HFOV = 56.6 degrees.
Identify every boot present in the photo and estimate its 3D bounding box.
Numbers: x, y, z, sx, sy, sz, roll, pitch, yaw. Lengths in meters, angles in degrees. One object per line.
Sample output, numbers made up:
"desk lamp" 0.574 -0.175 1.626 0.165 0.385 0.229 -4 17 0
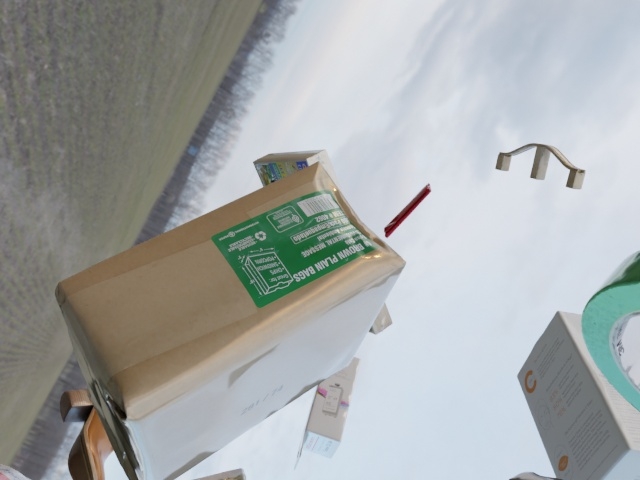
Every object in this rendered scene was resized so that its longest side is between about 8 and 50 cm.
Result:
"boot" -0.343 0.330 1.004 0.073 0.152 0.197 -49 -129 28

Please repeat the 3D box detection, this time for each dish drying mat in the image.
"dish drying mat" 0.110 -0.039 0.759 0.083 0.008 0.032 -49 -171 21

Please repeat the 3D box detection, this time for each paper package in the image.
"paper package" -0.103 0.108 0.690 0.324 0.168 0.309 -27 157 -27

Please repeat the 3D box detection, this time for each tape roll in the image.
"tape roll" 0.485 0.150 0.720 0.077 0.321 0.321 -41 -173 -21

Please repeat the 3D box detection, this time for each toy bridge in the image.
"toy bridge" 0.391 -0.139 1.054 0.188 0.026 0.063 30 -65 57

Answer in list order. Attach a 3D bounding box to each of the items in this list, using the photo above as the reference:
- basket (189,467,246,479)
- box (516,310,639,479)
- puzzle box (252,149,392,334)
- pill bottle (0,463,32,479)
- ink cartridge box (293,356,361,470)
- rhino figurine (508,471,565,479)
"basket" -0.207 0.515 1.104 0.103 0.167 0.113 -154 -123 -69
"box" 0.558 0.342 1.187 0.345 0.168 0.215 -93 -164 -54
"puzzle box" 0.000 0.000 1.312 0.052 0.409 0.272 -30 -161 -24
"pill bottle" -0.596 0.482 0.955 0.408 0.229 0.229 104 10 -72
"ink cartridge box" 0.012 0.313 1.069 0.115 0.067 0.198 103 5 -56
"rhino figurine" 0.344 0.364 0.791 0.073 0.106 0.243 -40 -175 -29
